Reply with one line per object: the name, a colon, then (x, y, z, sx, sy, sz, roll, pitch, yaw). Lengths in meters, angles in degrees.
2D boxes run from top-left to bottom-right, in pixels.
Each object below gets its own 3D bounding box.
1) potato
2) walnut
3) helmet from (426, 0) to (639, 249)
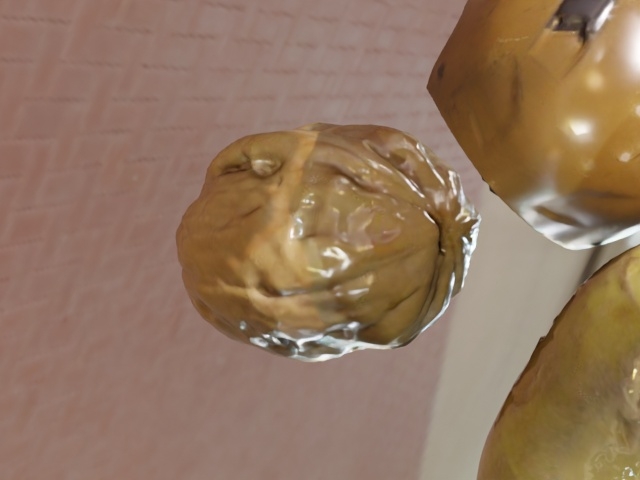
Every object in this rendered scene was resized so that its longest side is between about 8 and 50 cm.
potato: (0.193, 0.080, 0.617, 0.296, 0.192, 0.141, 123, -21, -44)
walnut: (0.000, 0.000, 1.004, 0.198, 0.245, 0.198, -6, 98, -53)
helmet: (0.186, -0.106, 0.785, 0.224, 0.198, 0.130, -43, -172, -22)
